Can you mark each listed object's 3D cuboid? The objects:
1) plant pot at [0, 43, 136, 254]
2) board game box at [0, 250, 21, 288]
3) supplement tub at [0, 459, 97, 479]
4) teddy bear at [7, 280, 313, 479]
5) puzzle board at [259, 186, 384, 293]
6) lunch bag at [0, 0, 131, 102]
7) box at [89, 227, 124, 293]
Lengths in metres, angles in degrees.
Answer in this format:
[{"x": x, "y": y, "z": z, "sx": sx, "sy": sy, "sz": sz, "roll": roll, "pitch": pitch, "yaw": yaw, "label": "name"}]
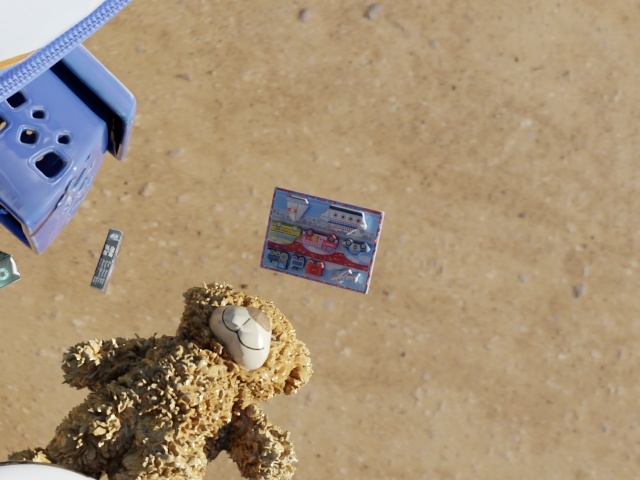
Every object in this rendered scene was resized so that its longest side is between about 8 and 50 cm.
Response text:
[{"x": -0.365, "y": -0.145, "z": 1.350, "sx": 0.236, "sy": 0.236, "sz": 0.212, "roll": 44, "pitch": 74, "yaw": -2, "label": "plant pot"}, {"x": -0.366, "y": 0.035, "z": 0.985, "sx": 0.126, "sy": 0.186, "sz": 0.026, "roll": -30, "pitch": 116, "yaw": -29, "label": "board game box"}, {"x": -0.226, "y": 0.278, "z": 0.689, "sx": 0.194, "sy": 0.316, "sz": 0.193, "roll": 15, "pitch": 54, "yaw": -22, "label": "supplement tub"}, {"x": -0.144, "y": 0.165, "z": 1.047, "sx": 0.338, "sy": 0.245, "sz": 0.113, "roll": -28, "pitch": 142, "yaw": -25, "label": "teddy bear"}, {"x": 0.000, "y": 0.000, "z": 1.216, "sx": 0.128, "sy": 0.011, "sz": 0.096, "roll": 14, "pitch": 104, "yaw": 11, "label": "puzzle board"}, {"x": -0.145, "y": -0.204, "z": 0.374, "sx": 0.243, "sy": 0.303, "sz": 0.115, "roll": -38, "pitch": 157, "yaw": 8, "label": "lunch bag"}, {"x": -0.285, "y": 0.028, "z": 1.454, "sx": 0.018, "sy": 0.067, "sz": 0.083, "roll": 18, "pitch": 80, "yaw": -5, "label": "box"}]
